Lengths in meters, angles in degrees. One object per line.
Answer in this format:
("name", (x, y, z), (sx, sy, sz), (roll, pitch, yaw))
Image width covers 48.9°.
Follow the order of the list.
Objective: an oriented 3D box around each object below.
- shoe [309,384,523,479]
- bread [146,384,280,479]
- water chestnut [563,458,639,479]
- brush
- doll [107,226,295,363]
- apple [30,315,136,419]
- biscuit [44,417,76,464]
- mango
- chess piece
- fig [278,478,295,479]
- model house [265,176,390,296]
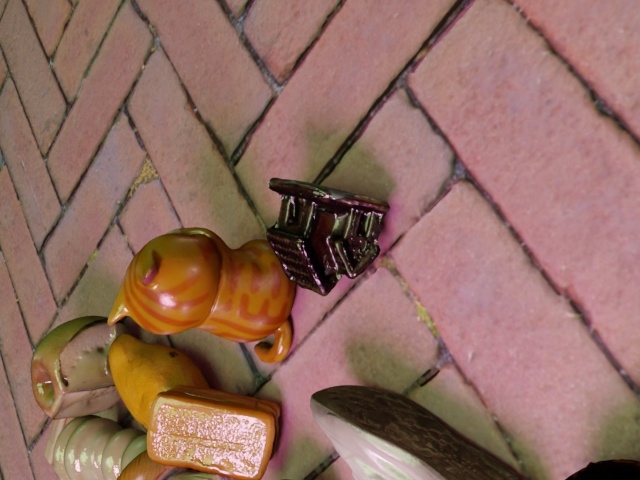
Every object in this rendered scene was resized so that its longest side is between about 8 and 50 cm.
("shoe", (0.105, 0.305, 0.860), (0.316, 0.124, 0.159), (24, 111, 42))
("bread", (-0.164, 0.293, 1.085), (0.201, 0.077, 0.115), (8, 102, 8))
("water chestnut", (0.280, 0.303, 0.614), (0.224, 0.238, 0.223), (-37, 30, 26))
("brush", (-0.226, 0.473, 1.144), (0.166, 0.174, 0.266), (16, 116, 35))
("doll", (-0.163, 0.071, 1.043), (0.166, 0.270, 0.162), (-54, 37, 30))
("apple", (-0.454, 0.239, 1.345), (0.174, 0.188, 0.207), (39, 115, 36))
("biscuit", (-0.547, 0.401, 1.517), (0.052, 0.056, 0.188), (35, 112, 39))
("mango", (-0.278, 0.255, 1.234), (0.262, 0.109, 0.157), (33, 123, 41))
("chess piece", (-0.361, 0.404, 1.298), (0.251, 0.144, 0.144), (-5, 85, 37))
("fig", (-0.010, 0.431, 0.976), (0.143, 0.231, 0.160), (-87, 19, -71))
("model house", (0.005, 0.001, 0.973), (0.165, 0.106, 0.152), (17, 98, 47))
